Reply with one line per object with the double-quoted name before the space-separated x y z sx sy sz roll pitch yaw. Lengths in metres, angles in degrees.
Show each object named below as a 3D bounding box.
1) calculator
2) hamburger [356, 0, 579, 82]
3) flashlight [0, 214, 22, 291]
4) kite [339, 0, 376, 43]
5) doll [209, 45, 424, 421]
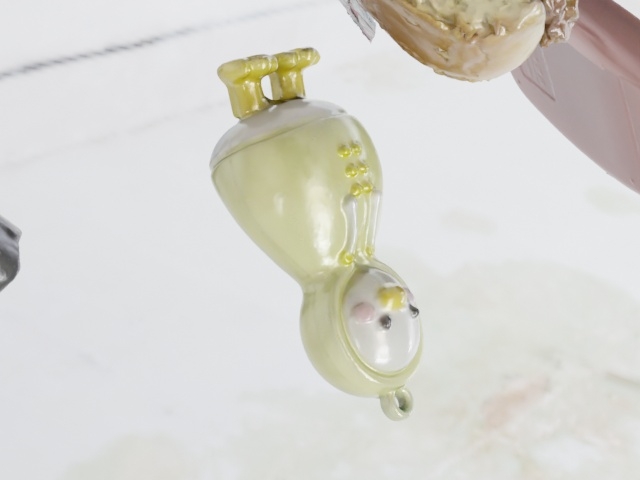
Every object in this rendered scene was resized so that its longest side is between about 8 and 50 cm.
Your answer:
"calculator" 0.245 -0.149 1.505 0.048 0.220 0.330 -34 -139 -9
"hamburger" 0.057 -0.213 0.968 0.245 0.155 0.282 51 179 -20
"flashlight" -0.458 -0.076 1.582 0.424 0.103 0.103 43 -176 -40
"kite" 0.013 -0.227 1.429 0.137 0.005 0.152 33 -155 -55
"doll" 0.009 -0.005 1.236 0.141 0.117 0.296 -20 -101 -54
